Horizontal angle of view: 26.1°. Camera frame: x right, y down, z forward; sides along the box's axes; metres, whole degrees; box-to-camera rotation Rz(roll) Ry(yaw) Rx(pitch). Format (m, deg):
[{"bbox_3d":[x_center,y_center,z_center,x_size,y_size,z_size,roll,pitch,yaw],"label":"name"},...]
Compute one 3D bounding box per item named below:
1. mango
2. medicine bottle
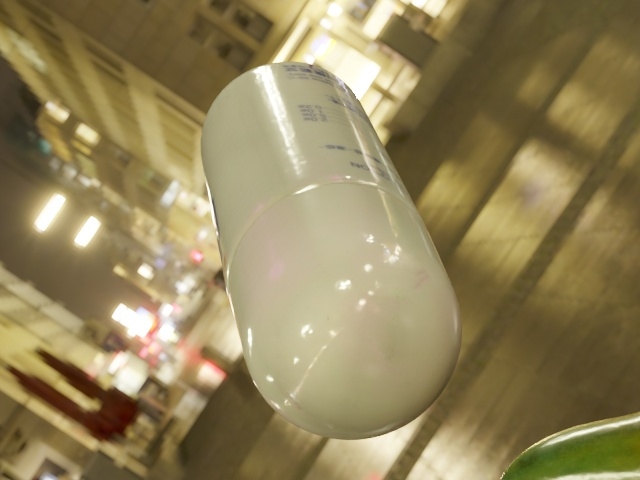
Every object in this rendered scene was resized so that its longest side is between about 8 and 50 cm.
[{"bbox_3d":[0.260,0.166,1.026,0.137,0.237,0.091,25,-123,-58],"label":"mango"},{"bbox_3d":[0.000,0.000,0.877,0.130,0.130,0.341,-55,23,17],"label":"medicine bottle"}]
